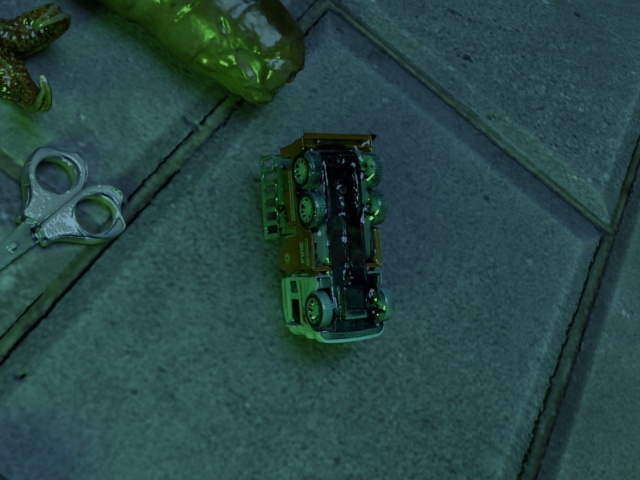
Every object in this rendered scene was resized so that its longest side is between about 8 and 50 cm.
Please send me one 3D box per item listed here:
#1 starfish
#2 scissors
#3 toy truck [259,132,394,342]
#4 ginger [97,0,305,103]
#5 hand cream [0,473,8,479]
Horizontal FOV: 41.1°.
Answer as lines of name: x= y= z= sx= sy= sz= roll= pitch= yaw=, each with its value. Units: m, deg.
starfish: x=-0.305 y=-0.172 z=0.703 sx=0.190 sy=0.074 sz=0.146 roll=21 pitch=52 yaw=-18
scissors: x=-0.238 y=-0.001 z=0.678 sx=0.100 sy=0.015 sz=0.189 roll=43 pitch=51 yaw=-4
toy truck: x=-0.001 y=0.000 z=0.760 sx=0.080 sy=0.115 sz=0.177 roll=-2 pitch=86 yaw=-32
ginger: x=-0.129 y=-0.236 z=0.829 sx=0.263 sy=0.116 sz=0.109 roll=30 pitch=10 yaw=-6
hand cream: x=-0.290 y=0.121 z=0.548 sx=0.248 sy=0.052 sz=0.075 roll=40 pitch=49 yaw=-3
